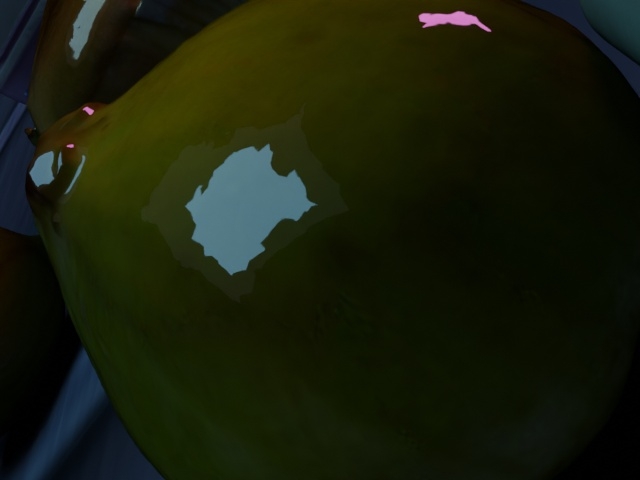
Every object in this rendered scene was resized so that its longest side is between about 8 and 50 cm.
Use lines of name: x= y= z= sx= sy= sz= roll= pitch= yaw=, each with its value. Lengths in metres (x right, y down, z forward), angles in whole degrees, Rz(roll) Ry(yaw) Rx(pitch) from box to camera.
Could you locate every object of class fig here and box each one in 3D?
fig: x=0.010 y=0.006 z=0.399 sx=0.153 sy=0.121 sz=0.136 roll=-20 pitch=35 yaw=35
fig: x=-0.211 y=0.046 z=1.057 sx=0.186 sy=0.148 sz=0.142 roll=-28 pitch=-21 yaw=-30

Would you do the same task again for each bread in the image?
bread: x=-0.097 y=-0.112 z=0.958 sx=0.136 sy=0.107 sz=0.241 roll=-63 pitch=15 yaw=14

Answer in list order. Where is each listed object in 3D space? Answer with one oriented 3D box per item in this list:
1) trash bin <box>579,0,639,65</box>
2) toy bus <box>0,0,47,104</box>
trash bin: x=0.104 y=-0.067 z=0.305 sx=0.116 sy=0.059 sz=0.130 roll=-60 pitch=14 yaw=11
toy bus: x=-0.181 y=-0.196 z=1.296 sx=0.142 sy=0.142 sz=0.202 roll=-56 pitch=16 yaw=28
